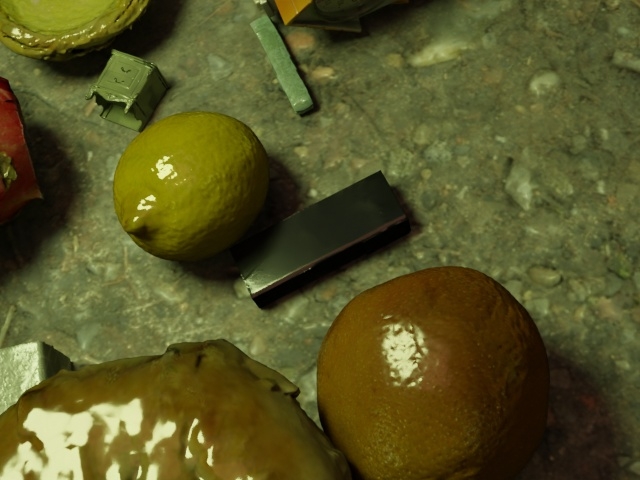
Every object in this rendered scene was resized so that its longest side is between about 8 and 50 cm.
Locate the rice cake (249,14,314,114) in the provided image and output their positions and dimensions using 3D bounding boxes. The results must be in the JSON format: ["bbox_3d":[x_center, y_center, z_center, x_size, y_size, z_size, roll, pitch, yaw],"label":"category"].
[{"bbox_3d":[-0.054,-0.246,1.314,0.033,0.029,0.171,-27,65,4],"label":"rice cake"}]

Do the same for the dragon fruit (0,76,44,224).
[{"bbox_3d":[-0.522,-0.110,1.211,0.290,0.269,0.250,-13,26,-12],"label":"dragon fruit"}]

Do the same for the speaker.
[{"bbox_3d":[0.000,0.000,1.191,0.218,0.044,0.082,-28,65,0],"label":"speaker"}]

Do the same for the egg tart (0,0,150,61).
[{"bbox_3d":[-0.367,-0.371,1.383,0.293,0.123,0.294,-3,65,7],"label":"egg tart"}]

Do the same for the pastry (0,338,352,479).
[{"bbox_3d":[-0.162,0.295,0.929,0.409,0.245,0.410,-2,63,4],"label":"pastry"}]

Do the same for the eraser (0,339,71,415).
[{"bbox_3d":[-0.331,0.321,1.094,0.096,0.098,0.404,-16,65,5],"label":"eraser"}]

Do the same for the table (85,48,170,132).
[{"bbox_3d":[-0.272,-0.210,1.326,0.079,0.062,0.083,22,74,20],"label":"table"}]

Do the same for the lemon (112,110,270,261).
[{"bbox_3d":[-0.160,-0.070,1.179,0.186,0.187,0.244,32,43,22],"label":"lemon"}]

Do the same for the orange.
[{"bbox_3d":[0.116,0.160,0.992,0.264,0.264,0.264,-4,67,10],"label":"orange"}]

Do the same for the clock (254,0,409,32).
[{"bbox_3d":[0.041,-0.396,1.248,0.309,0.235,0.166,-22,72,7],"label":"clock"}]
